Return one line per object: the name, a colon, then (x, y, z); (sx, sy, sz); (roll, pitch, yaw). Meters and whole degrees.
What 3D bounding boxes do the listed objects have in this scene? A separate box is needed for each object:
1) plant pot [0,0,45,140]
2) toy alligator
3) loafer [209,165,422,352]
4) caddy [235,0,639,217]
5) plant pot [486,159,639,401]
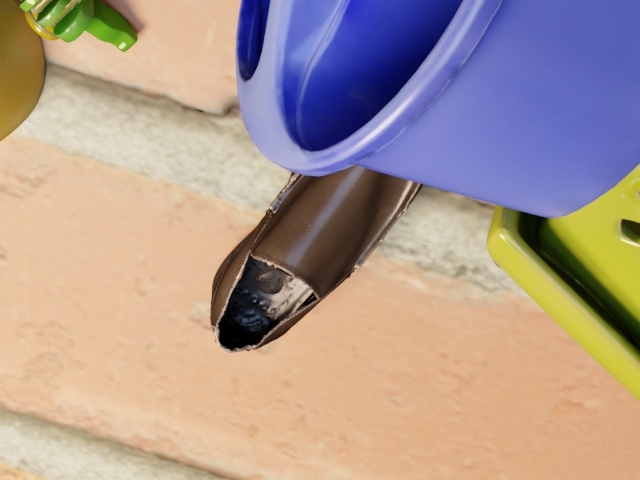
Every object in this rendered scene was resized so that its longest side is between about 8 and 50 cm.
plant pot: (-0.250, -0.097, 0.924); (0.134, 0.095, 0.134); (5, 123, 8)
toy alligator: (-0.186, -0.174, 0.889); (0.056, 0.051, 0.190); (-37, 110, 27)
loafer: (0.000, 0.000, 0.950); (0.080, 0.078, 0.220); (30, 123, -9)
caddy: (0.078, -0.178, 0.694); (0.179, 0.241, 0.341); (20, 107, -29)
plant pot: (0.230, -0.032, 0.800); (0.227, 0.228, 0.207); (42, 133, -18)
